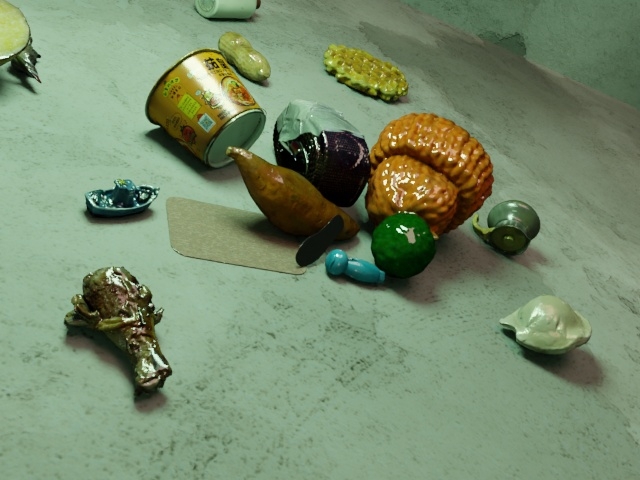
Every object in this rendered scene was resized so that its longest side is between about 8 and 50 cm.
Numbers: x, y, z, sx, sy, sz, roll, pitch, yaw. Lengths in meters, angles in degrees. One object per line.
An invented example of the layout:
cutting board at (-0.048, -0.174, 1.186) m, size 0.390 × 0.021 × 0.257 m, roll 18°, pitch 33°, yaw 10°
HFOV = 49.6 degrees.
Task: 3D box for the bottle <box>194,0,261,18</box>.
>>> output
bottle at (-0.281, -0.761, 2.210) m, size 0.104 × 0.104 × 0.245 m, roll 41°, pitch 33°, yaw 20°

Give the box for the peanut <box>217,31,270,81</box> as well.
peanut at (-0.209, -0.507, 1.923) m, size 0.089 × 0.089 × 0.193 m, roll -14°, pitch 55°, yaw -48°

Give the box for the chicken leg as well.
chicken leg at (-0.269, 0.123, 0.976) m, size 0.196 × 0.080 × 0.125 m, roll 44°, pitch 44°, yaw 11°

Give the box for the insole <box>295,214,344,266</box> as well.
insole at (0.000, 0.000, 1.347) m, size 0.002 × 0.053 × 0.152 m, roll 5°, pitch 40°, yaw 43°

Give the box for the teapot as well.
teapot at (0.460, -0.034, 1.729) m, size 0.166 × 0.130 × 0.119 m, roll 4°, pitch 41°, yaw 24°

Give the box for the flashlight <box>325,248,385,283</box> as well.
flashlight at (0.068, 0.056, 1.350) m, size 0.129 × 0.051 × 0.051 m, roll 22°, pitch 32°, yaw -20°

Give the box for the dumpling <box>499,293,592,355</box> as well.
dumpling at (0.471, 0.182, 1.421) m, size 0.199 × 0.118 × 0.136 m, roll -3°, pitch 36°, yaw -8°

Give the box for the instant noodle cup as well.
instant noodle cup at (-0.230, -0.267, 1.451) m, size 0.172 × 0.215 × 0.216 m, roll 47°, pitch 35°, yaw 13°

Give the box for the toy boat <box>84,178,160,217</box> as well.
toy boat at (-0.343, -0.076, 1.209) m, size 0.137 × 0.060 × 0.060 m, roll -7°, pitch 46°, yaw -44°

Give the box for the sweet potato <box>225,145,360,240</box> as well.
sweet potato at (-0.056, -0.072, 1.365) m, size 0.359 × 0.112 × 0.112 m, roll 38°, pitch 23°, yaw -34°

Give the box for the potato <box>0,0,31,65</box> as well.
potato at (-0.705, -0.371, 1.297) m, size 0.299 × 0.116 × 0.239 m, roll -10°, pitch 54°, yaw -35°

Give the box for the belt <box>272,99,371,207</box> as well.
belt at (-0.017, -0.196, 1.524) m, size 0.164 × 0.184 × 0.289 m, roll 3°, pitch 34°, yaw -28°

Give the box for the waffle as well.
waffle at (0.151, -0.554, 2.279) m, size 0.302 × 0.068 × 0.325 m, roll 23°, pitch 33°, yaw -7°

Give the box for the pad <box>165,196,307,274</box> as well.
pad at (-0.158, -0.010, 1.311) m, size 0.266 × 0.002 × 0.176 m, roll 11°, pitch 35°, yaw -26°

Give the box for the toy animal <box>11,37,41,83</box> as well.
toy animal at (-0.617, -0.384, 1.442) m, size 0.105 × 0.070 × 0.202 m, roll 20°, pitch 23°, yaw -50°

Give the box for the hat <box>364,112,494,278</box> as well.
hat at (0.192, -0.073, 1.522) m, size 0.285 × 0.285 × 0.400 m, roll 32°, pitch 59°, yaw 7°
